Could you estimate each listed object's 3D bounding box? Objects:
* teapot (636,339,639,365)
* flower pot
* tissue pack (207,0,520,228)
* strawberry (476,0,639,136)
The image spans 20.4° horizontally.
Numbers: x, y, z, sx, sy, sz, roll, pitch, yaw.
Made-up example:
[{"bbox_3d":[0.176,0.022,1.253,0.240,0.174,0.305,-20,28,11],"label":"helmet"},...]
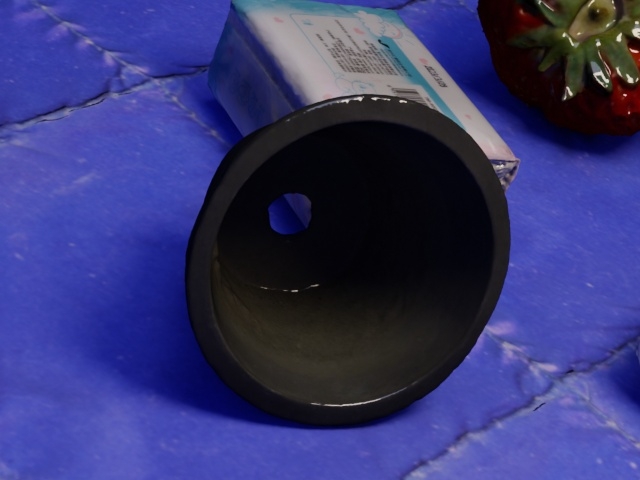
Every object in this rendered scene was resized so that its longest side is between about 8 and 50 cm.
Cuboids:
[{"bbox_3d":[0.368,0.108,1.537,0.178,0.222,0.163,-30,17,-38],"label":"teapot"},{"bbox_3d":[0.000,0.000,1.428,0.269,0.269,0.166,3,14,-23],"label":"flower pot"},{"bbox_3d":[0.034,-0.113,1.676,0.201,0.124,0.271,-3,38,-29],"label":"tissue pack"},{"bbox_3d":[0.297,-0.238,1.903,0.257,0.257,0.277,20,3,1],"label":"strawberry"}]
